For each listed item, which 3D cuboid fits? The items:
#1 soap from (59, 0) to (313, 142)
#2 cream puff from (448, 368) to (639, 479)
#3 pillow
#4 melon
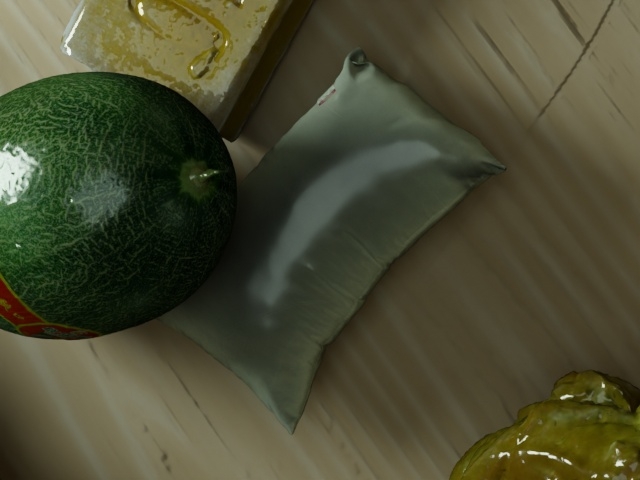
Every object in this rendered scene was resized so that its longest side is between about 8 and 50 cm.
[{"bbox_3d":[-0.070,-0.202,1.172,0.140,0.073,0.232,30,97,8],"label":"soap"},{"bbox_3d":[0.192,0.202,1.042,0.244,0.196,0.244,29,141,27],"label":"cream puff"},{"bbox_3d":[0.000,0.001,1.151,0.144,0.078,0.254,42,101,13],"label":"pillow"},{"bbox_3d":[-0.163,-0.023,1.116,0.287,0.182,0.182,-13,86,48],"label":"melon"}]
